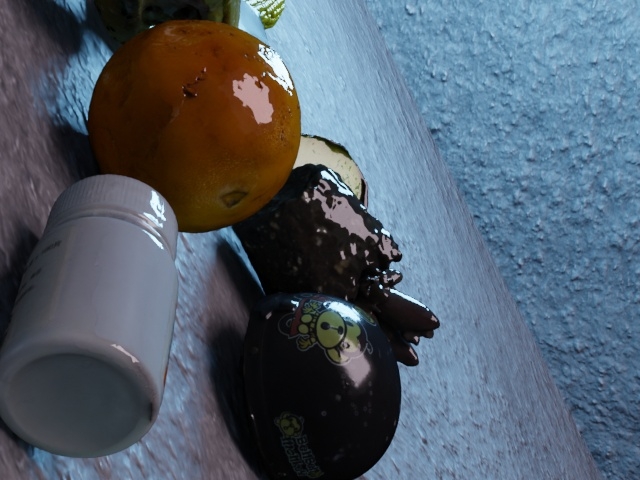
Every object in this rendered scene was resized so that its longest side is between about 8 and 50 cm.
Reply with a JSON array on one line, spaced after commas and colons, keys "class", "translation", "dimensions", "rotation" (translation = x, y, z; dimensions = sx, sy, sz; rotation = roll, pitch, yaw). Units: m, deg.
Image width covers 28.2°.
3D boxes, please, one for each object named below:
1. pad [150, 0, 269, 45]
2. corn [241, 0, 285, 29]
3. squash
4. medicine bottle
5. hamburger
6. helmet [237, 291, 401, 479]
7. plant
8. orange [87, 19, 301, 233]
[{"class": "pad", "translation": [-0.174, -0.310, 1.763], "dimensions": [0.367, 0.007, 0.248], "rotation": [28, 37, -46]}, {"class": "corn", "translation": [-0.124, -0.376, 2.055], "dimensions": [0.097, 0.097, 0.320], "rotation": [64, 18, -9]}, {"class": "squash", "translation": [-0.031, -0.067, 1.807], "dimensions": [0.237, 0.155, 0.204], "rotation": [63, 15, -15]}, {"class": "medicine bottle", "translation": [-0.197, 0.058, 1.122], "dimensions": [0.144, 0.144, 0.252], "rotation": [55, 21, -33]}, {"class": "hamburger", "translation": [-0.175, -0.315, 1.467], "dimensions": [0.288, 0.167, 0.192], "rotation": [98, -2, -55]}, {"class": "helmet", "translation": [0.018, 0.186, 1.527], "dimensions": [0.230, 0.160, 0.279], "rotation": [-67, 140, -56]}, {"class": "plant", "translation": [0.019, 0.067, 1.700], "dimensions": [0.321, 0.194, 0.181], "rotation": [56, -16, -16]}, {"class": "orange", "translation": [-0.138, -0.125, 1.403], "dimensions": [0.240, 0.240, 0.240], "rotation": [56, 19, -31]}]
